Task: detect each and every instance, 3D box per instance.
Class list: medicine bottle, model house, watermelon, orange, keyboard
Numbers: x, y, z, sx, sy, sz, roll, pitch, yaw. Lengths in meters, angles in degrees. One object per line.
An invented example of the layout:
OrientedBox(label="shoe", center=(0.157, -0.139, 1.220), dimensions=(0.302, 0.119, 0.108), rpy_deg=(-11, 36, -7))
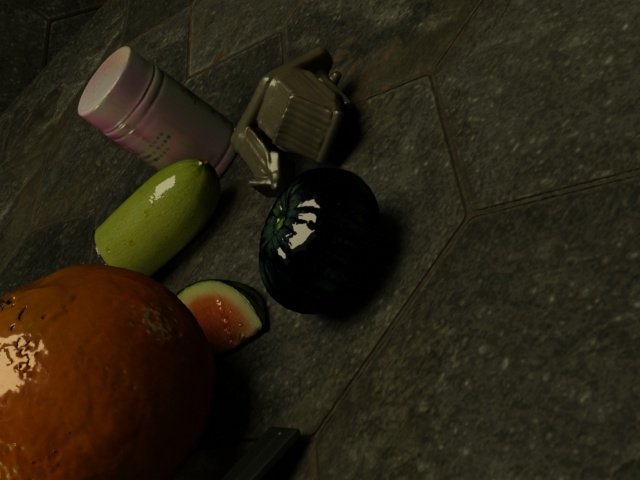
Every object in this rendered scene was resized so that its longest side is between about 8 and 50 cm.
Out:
OrientedBox(label="medicine bottle", center=(-0.282, -0.211, 1.928), dimensions=(0.152, 0.254, 0.152), rpy_deg=(-36, 33, 29))
OrientedBox(label="model house", center=(-0.038, -0.169, 1.677), dimensions=(0.229, 0.122, 0.188), rpy_deg=(-59, 39, 22))
OrientedBox(label="watermelon", center=(-0.162, 0.117, 1.622), dimensions=(0.245, 0.063, 0.119), rpy_deg=(-19, 63, 39))
OrientedBox(label="orange", center=(-0.348, 0.212, 1.462), dimensions=(0.424, 0.326, 0.424), rpy_deg=(-34, 16, 11))
OrientedBox(label="keyboard", center=(-0.169, 0.354, 1.277), dimensions=(0.381, 0.041, 0.103), rpy_deg=(-38, 9, -23))

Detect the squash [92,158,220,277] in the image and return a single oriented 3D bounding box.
OrientedBox(label="squash", center=(-0.261, -0.043, 1.854), dimensions=(0.247, 0.132, 0.132), rpy_deg=(-39, 33, 23))

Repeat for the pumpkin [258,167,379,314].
OrientedBox(label="pumpkin", center=(0.000, 0.000, 1.418), dimensions=(0.202, 0.140, 0.202), rpy_deg=(-55, 21, 33))
